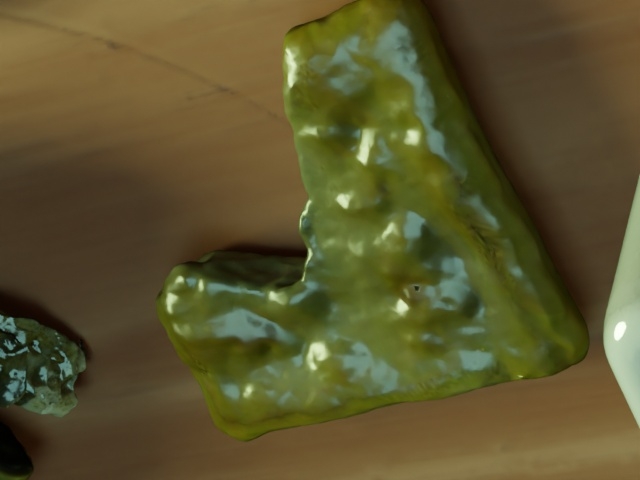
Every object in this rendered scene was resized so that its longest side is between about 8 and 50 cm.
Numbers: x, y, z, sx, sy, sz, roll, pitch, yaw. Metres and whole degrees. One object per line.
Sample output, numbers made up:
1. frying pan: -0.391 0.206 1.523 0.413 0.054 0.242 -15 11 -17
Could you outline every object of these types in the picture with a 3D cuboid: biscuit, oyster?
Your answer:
1. biscuit: 0.000 0.000 0.795 0.183 0.039 0.174 -19 115 31
2. oyster: -0.151 0.049 0.897 0.093 0.034 0.051 22 121 12

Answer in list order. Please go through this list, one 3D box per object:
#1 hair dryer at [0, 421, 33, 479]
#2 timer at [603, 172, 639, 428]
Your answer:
1. hair dryer: -0.223 0.192 0.985 0.090 0.135 0.278 36 112 -4
2. timer: 0.215 0.016 0.605 0.192 0.195 0.194 -10 126 28
